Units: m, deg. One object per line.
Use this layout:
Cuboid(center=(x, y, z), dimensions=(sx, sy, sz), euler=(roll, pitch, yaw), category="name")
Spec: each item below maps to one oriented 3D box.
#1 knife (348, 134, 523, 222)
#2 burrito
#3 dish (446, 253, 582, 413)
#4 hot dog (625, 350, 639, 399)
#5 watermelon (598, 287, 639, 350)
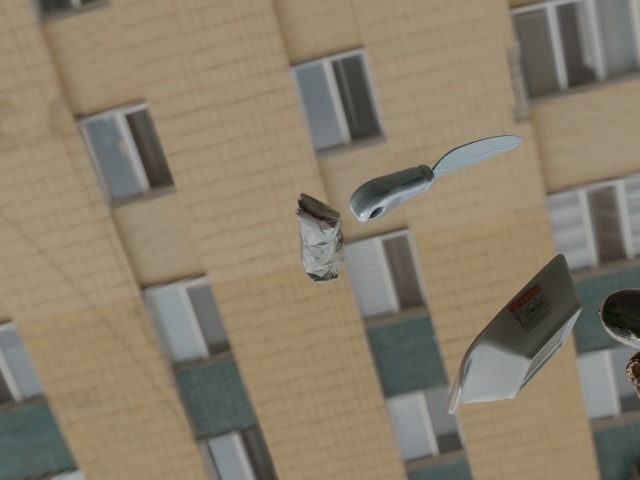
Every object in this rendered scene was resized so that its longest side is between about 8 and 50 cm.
Cuboid(center=(0.183, -0.110, 1.860), dimensions=(0.331, 0.080, 0.044), euler=(-25, -116, -26), category="knife")
Cuboid(center=(0.001, 0.000, 1.612), dimensions=(0.064, 0.203, 0.064), euler=(-1, -114, 2), category="burrito")
Cuboid(center=(0.244, 0.136, 1.560), dimensions=(0.064, 0.154, 0.234), euler=(37, -125, 20), category="dish")
Cuboid(center=(0.401, 0.181, 1.441), dimensions=(0.065, 0.099, 0.147), euler=(-42, -163, 14), category="hot dog")
Cuboid(center=(0.400, 0.099, 1.575), dimensions=(0.111, 0.078, 0.078), euler=(22, -135, 33), category="watermelon")
